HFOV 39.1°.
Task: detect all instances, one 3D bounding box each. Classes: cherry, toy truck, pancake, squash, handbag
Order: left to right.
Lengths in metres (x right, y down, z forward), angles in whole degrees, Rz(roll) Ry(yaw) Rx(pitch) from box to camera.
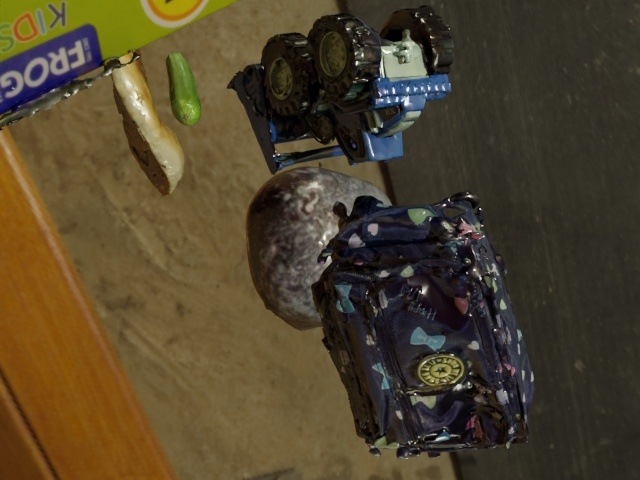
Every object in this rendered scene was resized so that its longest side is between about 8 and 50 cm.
[{"bbox_3d":[-0.312,-0.248,1.491,0.082,0.387,0.387,-22,106,-7],"label":"pancake"},{"bbox_3d":[-0.114,-0.126,0.749,0.027,0.089,0.027,-8,136,-8],"label":"squash"},{"bbox_3d":[0.000,0.000,1.474,0.255,0.296,0.218,19,158,-38],"label":"cherry"},{"bbox_3d":[0.017,-0.126,0.800,0.208,0.113,0.126,-3,99,56],"label":"toy truck"},{"bbox_3d":[0.088,0.085,0.774,0.162,0.113,0.260,-7,121,19],"label":"handbag"}]

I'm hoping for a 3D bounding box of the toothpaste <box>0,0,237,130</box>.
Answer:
[{"bbox_3d":[-0.058,-0.153,0.358,0.077,0.327,0.110,29,140,34],"label":"toothpaste"}]
